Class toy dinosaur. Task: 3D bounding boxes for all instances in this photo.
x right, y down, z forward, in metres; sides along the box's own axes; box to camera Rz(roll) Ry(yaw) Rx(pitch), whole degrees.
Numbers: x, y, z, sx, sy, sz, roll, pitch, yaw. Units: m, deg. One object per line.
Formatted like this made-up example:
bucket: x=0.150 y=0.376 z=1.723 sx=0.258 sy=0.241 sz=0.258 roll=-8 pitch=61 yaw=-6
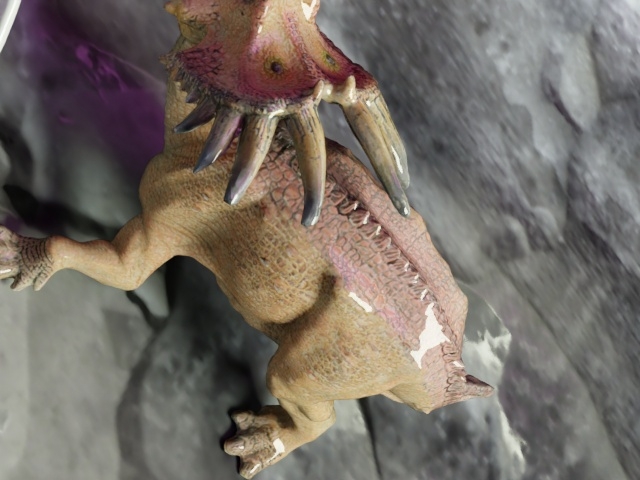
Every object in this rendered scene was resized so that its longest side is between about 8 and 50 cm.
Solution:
toy dinosaur: x=0.000 y=0.000 z=0.797 sx=0.296 sy=0.200 sz=0.127 roll=45 pitch=51 yaw=-23

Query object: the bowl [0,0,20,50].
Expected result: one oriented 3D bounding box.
bowl: x=-0.248 y=-0.134 z=0.625 sx=0.298 sy=0.134 sz=0.298 roll=-4 pitch=104 yaw=-15
